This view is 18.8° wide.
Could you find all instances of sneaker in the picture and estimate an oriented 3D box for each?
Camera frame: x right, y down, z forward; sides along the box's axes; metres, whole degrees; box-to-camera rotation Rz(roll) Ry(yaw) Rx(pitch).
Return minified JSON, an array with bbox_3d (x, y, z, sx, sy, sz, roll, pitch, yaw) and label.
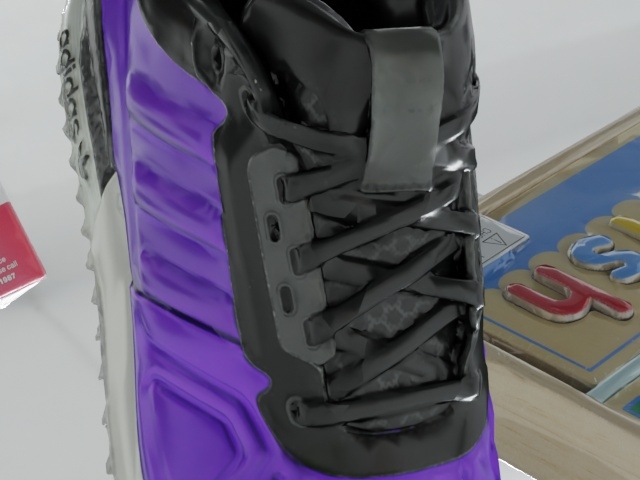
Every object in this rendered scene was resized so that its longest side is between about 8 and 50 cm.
[{"bbox_3d":[-0.001,0.000,0.546,0.102,0.146,0.293,-6,-114,-29],"label":"sneaker"}]

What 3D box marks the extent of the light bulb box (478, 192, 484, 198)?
[{"bbox_3d":[-0.026,0.155,1.690,0.225,0.361,0.358,23,-137,-8],"label":"light bulb box"}]

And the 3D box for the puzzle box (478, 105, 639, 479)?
[{"bbox_3d":[0.239,0.014,0.920,0.272,0.052,0.409,27,-141,32],"label":"puzzle box"}]

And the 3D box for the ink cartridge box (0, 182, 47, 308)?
[{"bbox_3d":[-0.308,-0.039,1.206,0.172,0.237,0.100,-27,179,-28],"label":"ink cartridge box"}]
